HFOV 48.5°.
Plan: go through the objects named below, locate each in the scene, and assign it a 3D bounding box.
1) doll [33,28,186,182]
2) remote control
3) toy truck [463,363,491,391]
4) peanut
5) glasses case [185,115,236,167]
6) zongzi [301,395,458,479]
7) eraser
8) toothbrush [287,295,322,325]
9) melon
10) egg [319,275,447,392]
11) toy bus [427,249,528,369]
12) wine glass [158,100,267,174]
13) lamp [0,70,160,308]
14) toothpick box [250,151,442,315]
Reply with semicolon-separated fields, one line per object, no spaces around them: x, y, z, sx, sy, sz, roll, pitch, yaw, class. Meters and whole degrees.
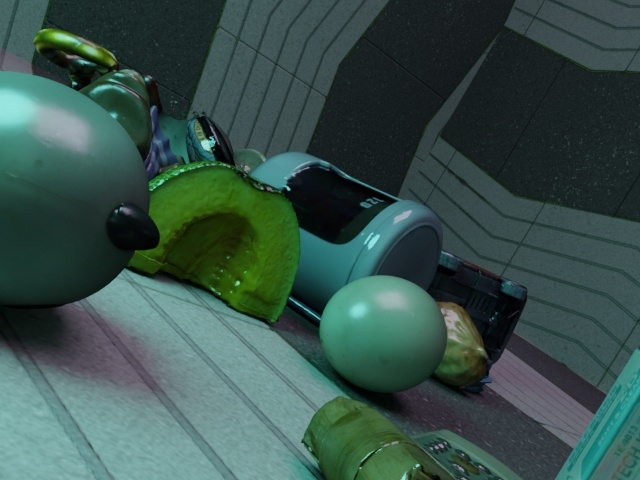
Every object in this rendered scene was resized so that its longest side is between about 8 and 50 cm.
-0.344;-0.192;1.206;0.318;0.209;0.340;36;2;-6;doll
0.135;0.238;0.717;0.123;0.038;0.285;32;6;28;remote control
0.282;0.250;1.316;0.073;0.056;0.090;35;17;-11;toy truck
0.224;0.180;1.248;0.140;0.109;0.159;34;28;-47;peanut
-0.204;-0.123;1.392;0.122;0.082;0.321;61;-11;20;glasses case
0.077;0.206;0.565;0.176;0.078;0.160;38;1;-25;zongzi
0.305;0.224;0.747;0.052;0.225;0.095;30;6;9;eraser
-0.040;0.099;1.128;0.288;0.026;0.024;33;4;22;toothbrush
-0.143;-0.022;0.937;0.265;0.169;0.129;28;4;-32;melon
0.081;0.120;0.915;0.149;0.149;0.192;34;10;37;egg
0.229;0.117;1.472;0.426;0.203;0.233;22;5;-42;toy bus
-0.285;-0.205;1.795;0.190;0.190;0.357;33;2;31;wine glass
-0.248;-0.037;0.579;0.197;0.198;0.244;27;-16;-31;lamp
0.000;0.000;1.209;0.354;0.263;0.263;30;5;32;toothpick box
